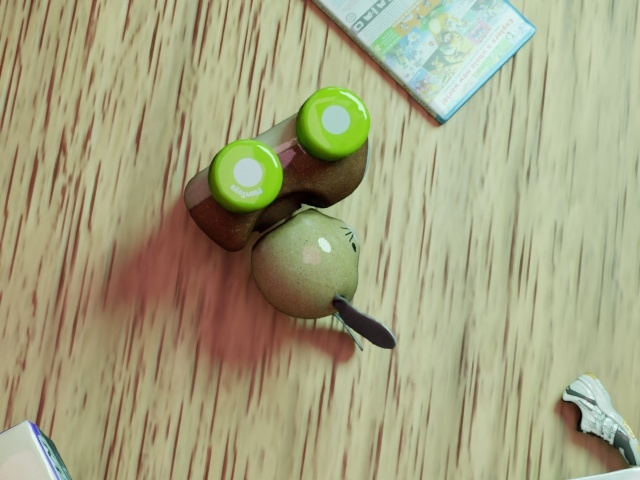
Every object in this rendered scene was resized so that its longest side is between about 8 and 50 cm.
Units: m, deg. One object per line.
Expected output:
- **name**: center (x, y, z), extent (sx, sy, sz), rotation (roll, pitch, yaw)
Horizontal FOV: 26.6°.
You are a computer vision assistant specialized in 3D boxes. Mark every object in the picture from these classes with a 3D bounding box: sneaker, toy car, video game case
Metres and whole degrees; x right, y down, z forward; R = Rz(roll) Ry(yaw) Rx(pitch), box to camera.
- **sneaker**: center (0.223, 0.147, 1.075), extent (0.037, 0.032, 0.083), rotation (-34, 78, 1)
- **toy car**: center (0.000, 0.000, 1.023), extent (0.149, 0.155, 0.188), rotation (-32, 92, -12)
- **video game case**: center (0.084, -0.195, 1.141), extent (0.166, 0.015, 0.119), rotation (44, 75, 4)

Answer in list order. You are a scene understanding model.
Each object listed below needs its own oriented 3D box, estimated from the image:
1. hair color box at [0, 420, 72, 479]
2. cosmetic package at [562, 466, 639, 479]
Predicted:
- **hair color box**: center (-0.255, 0.255, 0.691), extent (0.338, 0.110, 0.185), rotation (-28, 79, -12)
- **cosmetic package**: center (0.221, 0.228, 1.036), extent (0.239, 0.060, 0.099), rotation (-7, 76, -8)
